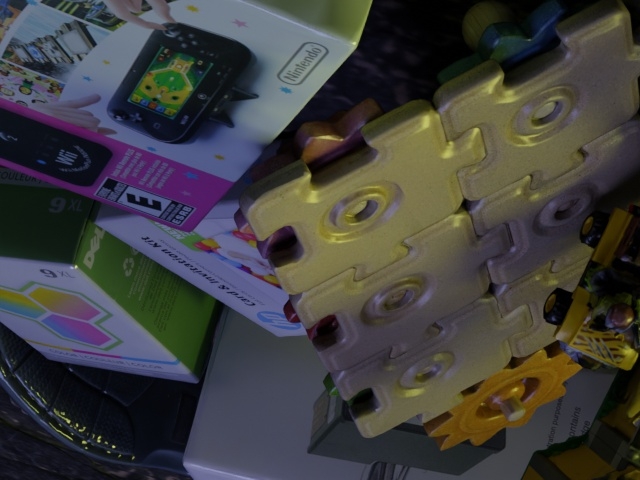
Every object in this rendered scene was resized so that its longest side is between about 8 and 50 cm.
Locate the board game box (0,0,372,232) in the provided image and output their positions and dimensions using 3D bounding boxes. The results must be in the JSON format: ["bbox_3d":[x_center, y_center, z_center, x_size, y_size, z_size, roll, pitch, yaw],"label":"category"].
[{"bbox_3d":[-0.147,-0.122,0.689,0.303,0.097,0.224,22,157,-12],"label":"board game box"}]

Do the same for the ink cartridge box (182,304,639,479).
[{"bbox_3d":[0.076,0.138,1.137,0.273,0.114,0.198,11,158,14],"label":"ink cartridge box"}]

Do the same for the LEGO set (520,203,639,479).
[{"bbox_3d":[0.250,0.105,0.734,0.331,0.255,0.192,33,-178,-12],"label":"LEGO set"}]

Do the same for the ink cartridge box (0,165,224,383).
[{"bbox_3d":[-0.146,0.005,1.043,0.109,0.062,0.209,6,156,27],"label":"ink cartridge box"}]

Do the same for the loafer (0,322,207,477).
[{"bbox_3d":[-0.128,0.100,1.232,0.267,0.096,0.084,31,160,-38],"label":"loafer"}]

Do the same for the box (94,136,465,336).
[{"bbox_3d":[0.000,0.000,0.961,0.186,0.038,0.145,-4,151,45],"label":"box"}]

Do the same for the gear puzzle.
[{"bbox_3d":[0.071,0.008,0.835,0.175,0.044,0.339,-28,151,-2],"label":"gear puzzle"}]
